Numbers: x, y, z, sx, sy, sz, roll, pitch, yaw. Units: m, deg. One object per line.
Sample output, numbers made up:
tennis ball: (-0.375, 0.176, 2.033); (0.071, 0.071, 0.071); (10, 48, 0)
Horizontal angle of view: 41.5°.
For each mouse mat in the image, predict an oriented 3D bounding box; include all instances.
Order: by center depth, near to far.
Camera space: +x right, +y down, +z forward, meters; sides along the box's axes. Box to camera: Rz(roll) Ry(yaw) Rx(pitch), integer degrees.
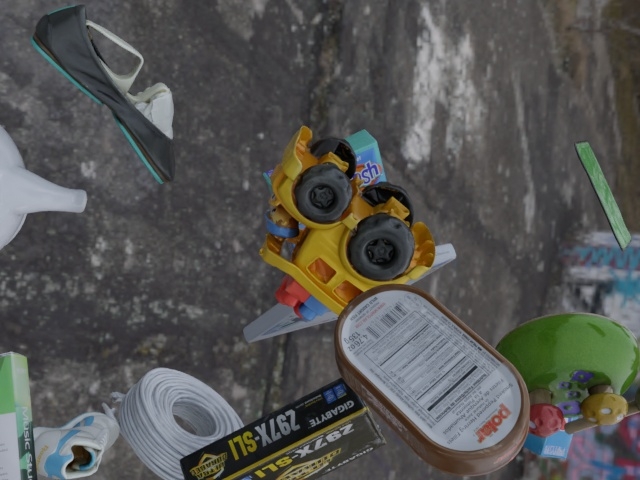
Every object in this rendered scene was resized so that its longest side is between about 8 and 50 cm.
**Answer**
mouse mat: (0.465, -0.077, 1.384); (0.152, 0.007, 0.190); (-16, 83, -63)

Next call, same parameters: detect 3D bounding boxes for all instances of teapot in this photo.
teapot: (-0.490, -0.063, 1.135); (0.252, 0.256, 0.187); (-45, 158, 11)

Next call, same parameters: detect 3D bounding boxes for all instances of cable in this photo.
cable: (-0.261, 0.358, 1.625); (0.089, 0.257, 0.257); (-52, 154, 20)

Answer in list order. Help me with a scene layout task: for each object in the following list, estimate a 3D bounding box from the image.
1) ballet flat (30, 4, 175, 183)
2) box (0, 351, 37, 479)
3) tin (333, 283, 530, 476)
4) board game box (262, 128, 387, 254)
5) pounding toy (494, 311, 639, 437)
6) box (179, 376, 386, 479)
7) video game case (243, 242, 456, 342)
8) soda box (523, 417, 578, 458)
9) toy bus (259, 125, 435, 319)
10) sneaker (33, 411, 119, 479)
ballet flat: (-0.258, -0.194, 1.124); (0.280, 0.096, 0.095); (51, 3, -36)
box: (-0.454, 0.309, 0.994); (0.058, 0.232, 0.322); (93, -11, -79)
tin: (0.089, 0.112, 0.707); (0.106, 0.189, 0.040); (-40, 148, -15)
board game box: (0.024, -0.034, 1.210); (0.047, 0.160, 0.210); (54, -14, 53)
pounding toy: (0.324, 0.200, 1.045); (0.237, 0.183, 0.110); (37, 37, -28)
box: (-0.055, 0.369, 1.475); (0.079, 0.322, 0.257); (63, -2, 29)
video game case: (0.050, 0.103, 1.602); (0.300, 0.329, 0.036); (-11, 73, -35)
soda box: (0.415, 0.271, 1.485); (0.067, 0.071, 0.210); (15, 92, -31)
toy bus: (0.000, 0.000, 1.047); (0.220, 0.211, 0.149); (40, 23, -12)
sneaker: (-0.392, 0.343, 1.383); (0.228, 0.092, 0.087); (2, 107, -72)
